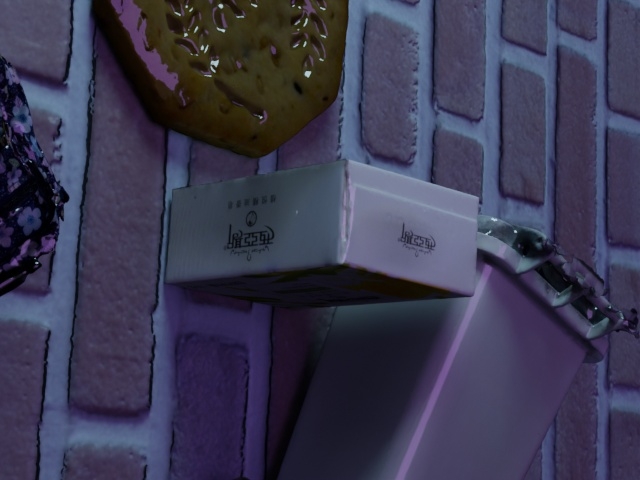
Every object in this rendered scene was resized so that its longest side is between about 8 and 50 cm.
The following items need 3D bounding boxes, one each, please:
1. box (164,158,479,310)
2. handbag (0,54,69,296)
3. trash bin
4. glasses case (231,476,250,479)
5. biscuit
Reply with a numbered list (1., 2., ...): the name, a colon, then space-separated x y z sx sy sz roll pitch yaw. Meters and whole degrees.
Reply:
1. box: 0.000 0.000 1.449 0.194 0.260 0.111 13 74 -42
2. handbag: -0.330 -0.039 1.217 0.229 0.127 0.207 -30 106 -23
3. trash bin: 0.132 0.170 1.549 0.256 0.296 0.367 42 63 -34
4. glasses case: -0.041 0.313 1.492 0.190 0.072 0.042 44 24 -32
5. biscuit: -0.095 -0.264 1.550 0.359 0.046 0.359 9 76 -43
